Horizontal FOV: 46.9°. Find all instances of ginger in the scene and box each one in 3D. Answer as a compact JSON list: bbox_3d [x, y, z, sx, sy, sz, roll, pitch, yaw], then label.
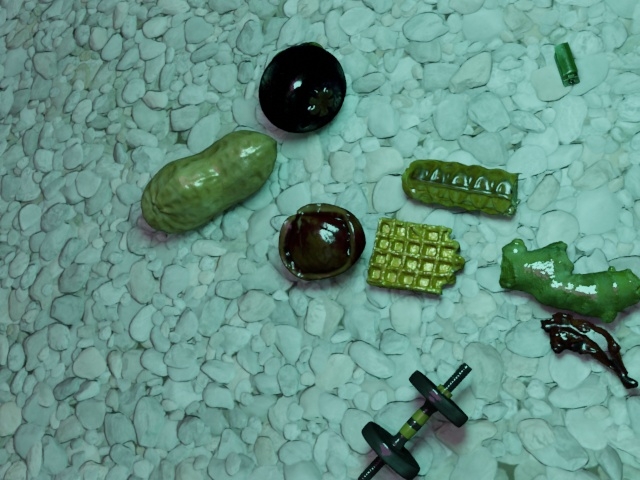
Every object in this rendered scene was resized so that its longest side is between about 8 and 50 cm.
[{"bbox_3d":[0.502,0.075,1.507,0.290,0.089,0.137,24,65,29],"label":"ginger"}]

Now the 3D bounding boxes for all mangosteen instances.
[{"bbox_3d":[-0.049,-0.374,1.796,0.243,0.243,0.243,-6,72,19],"label":"mangosteen"}]

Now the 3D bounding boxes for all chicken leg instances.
[{"bbox_3d":[0.538,0.211,1.471,0.219,0.048,0.089,28,88,26],"label":"chicken leg"}]

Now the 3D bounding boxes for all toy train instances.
[{"bbox_3d":[0.550,-0.395,1.648,0.038,0.056,0.093,-15,70,14],"label":"toy train"}]

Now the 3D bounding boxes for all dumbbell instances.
[{"bbox_3d":[0.191,0.374,1.501,0.325,0.143,0.143,-48,64,2],"label":"dumbbell"}]

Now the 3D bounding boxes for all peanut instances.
[{"bbox_3d":[-0.276,-0.150,1.815,0.387,0.192,0.170,-29,79,11],"label":"peanut"}]

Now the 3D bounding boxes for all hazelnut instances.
[{"bbox_3d":[0.003,0.007,1.679,0.201,0.160,0.170,-26,68,6],"label":"hazelnut"}]

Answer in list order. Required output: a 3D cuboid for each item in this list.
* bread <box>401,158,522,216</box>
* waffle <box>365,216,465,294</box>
[{"bbox_3d":[0.308,-0.121,1.641,0.269,0.098,0.087,12,37,24],"label":"bread"},{"bbox_3d":[0.219,0.035,1.643,0.210,0.055,0.160,6,77,23],"label":"waffle"}]
